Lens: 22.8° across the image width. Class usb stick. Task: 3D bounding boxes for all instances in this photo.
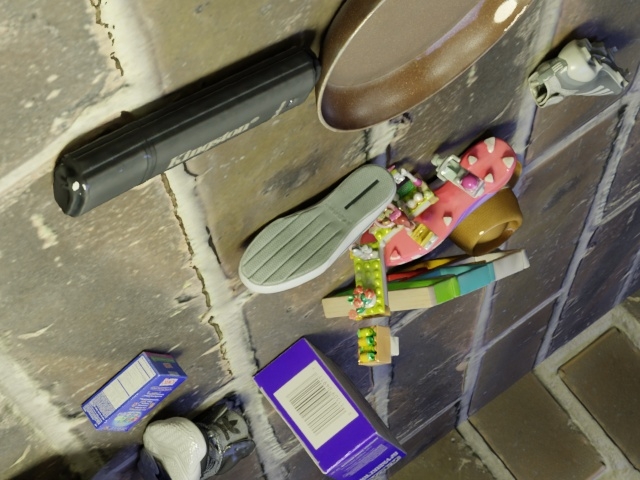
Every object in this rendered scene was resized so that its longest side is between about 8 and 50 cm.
[{"bbox_3d":[-0.117,-0.099,1.416,0.278,0.045,0.077,-30,160,-29],"label":"usb stick"}]

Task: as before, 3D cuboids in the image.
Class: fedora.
[{"bbox_3d":[0.234,-0.032,2.273,0.194,0.079,0.194,-35,164,-12],"label":"fedora"}]

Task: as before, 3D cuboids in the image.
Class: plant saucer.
[{"bbox_3d":[0.109,-0.228,1.548,0.311,0.050,0.310,-35,164,-12],"label":"plant saucer"}]

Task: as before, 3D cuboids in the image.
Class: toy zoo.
[{"bbox_3d":[0.166,0.055,2.272,0.192,0.030,0.293,-8,-173,40],"label":"toy zoo"}]

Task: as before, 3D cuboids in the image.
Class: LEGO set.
[{"bbox_3d":[0.081,0.010,1.973,0.287,0.132,0.107,-61,157,-1],"label":"LEGO set"}]

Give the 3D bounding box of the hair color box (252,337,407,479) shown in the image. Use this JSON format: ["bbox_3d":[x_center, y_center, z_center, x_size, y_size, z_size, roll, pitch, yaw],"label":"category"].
[{"bbox_3d":[0.020,0.274,2.447,0.110,0.185,0.339,-39,163,2],"label":"hair color box"}]

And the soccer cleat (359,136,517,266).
[{"bbox_3d":[0.158,-0.044,2.091,0.248,0.083,0.095,-40,168,-6],"label":"soccer cleat"}]

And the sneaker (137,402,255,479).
[{"bbox_3d":[-0.167,0.281,2.232,0.153,0.101,0.268,-32,168,-24],"label":"sneaker"}]

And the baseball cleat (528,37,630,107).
[{"bbox_3d":[0.328,-0.213,2.045,0.109,0.072,0.206,-30,163,21],"label":"baseball cleat"}]

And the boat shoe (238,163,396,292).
[{"bbox_3d":[0.000,0.000,1.857,0.226,0.083,0.076,-33,162,-21],"label":"boat shoe"}]

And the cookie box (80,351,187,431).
[{"bbox_3d":[-0.227,0.186,1.945,0.107,0.040,0.092,-41,163,8],"label":"cookie box"}]
